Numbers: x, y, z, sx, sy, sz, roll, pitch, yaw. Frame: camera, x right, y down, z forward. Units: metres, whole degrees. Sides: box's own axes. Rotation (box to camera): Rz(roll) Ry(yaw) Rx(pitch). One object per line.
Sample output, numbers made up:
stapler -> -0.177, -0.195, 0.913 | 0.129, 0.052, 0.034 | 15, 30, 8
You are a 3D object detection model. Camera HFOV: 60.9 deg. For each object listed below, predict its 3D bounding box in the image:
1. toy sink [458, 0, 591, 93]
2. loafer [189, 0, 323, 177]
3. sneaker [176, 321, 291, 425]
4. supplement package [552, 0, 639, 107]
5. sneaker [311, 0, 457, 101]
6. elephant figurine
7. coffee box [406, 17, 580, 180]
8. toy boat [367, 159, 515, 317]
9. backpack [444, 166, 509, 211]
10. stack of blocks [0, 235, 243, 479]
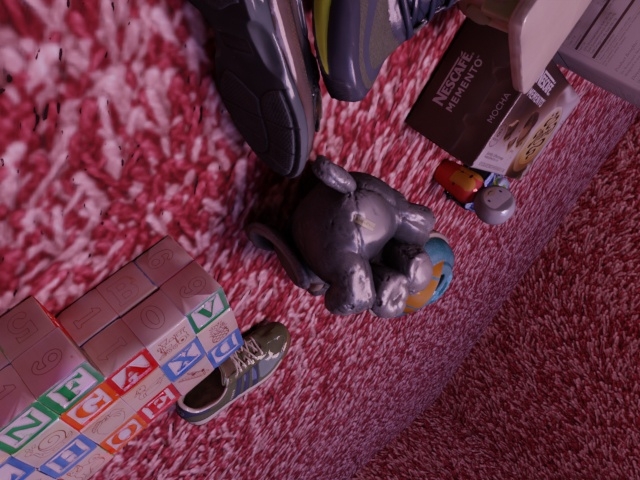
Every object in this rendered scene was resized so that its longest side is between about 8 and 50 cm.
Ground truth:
toy sink -> 0.225, -0.308, 0.584 | 0.234, 0.131, 0.153 | -56, 155, 2
loafer -> -0.034, -0.154, 0.418 | 0.084, 0.096, 0.267 | -48, 154, -18
sneaker -> -0.121, 0.180, 0.759 | 0.192, 0.064, 0.086 | -40, 158, -13
supplement package -> 0.370, -0.288, 0.712 | 0.139, 0.244, 0.134 | -4, 130, -58
sneaker -> 0.097, -0.231, 0.430 | 0.300, 0.121, 0.111 | -58, 157, -11
elephant figurine -> 0.000, 0.000, 0.638 | 0.169, 0.239, 0.186 | -1, 97, -34
coffee box -> 0.272, -0.198, 0.823 | 0.297, 0.119, 0.168 | -2, 129, -58
toy boat -> 0.201, 0.019, 0.971 | 0.267, 0.148, 0.318 | -3, 128, -57
backpack -> 0.315, -0.102, 1.069 | 0.105, 0.084, 0.114 | -54, 157, 15
stack of blocks -> -0.222, 0.130, 0.497 | 0.297, 0.087, 0.171 | -39, 153, -22
